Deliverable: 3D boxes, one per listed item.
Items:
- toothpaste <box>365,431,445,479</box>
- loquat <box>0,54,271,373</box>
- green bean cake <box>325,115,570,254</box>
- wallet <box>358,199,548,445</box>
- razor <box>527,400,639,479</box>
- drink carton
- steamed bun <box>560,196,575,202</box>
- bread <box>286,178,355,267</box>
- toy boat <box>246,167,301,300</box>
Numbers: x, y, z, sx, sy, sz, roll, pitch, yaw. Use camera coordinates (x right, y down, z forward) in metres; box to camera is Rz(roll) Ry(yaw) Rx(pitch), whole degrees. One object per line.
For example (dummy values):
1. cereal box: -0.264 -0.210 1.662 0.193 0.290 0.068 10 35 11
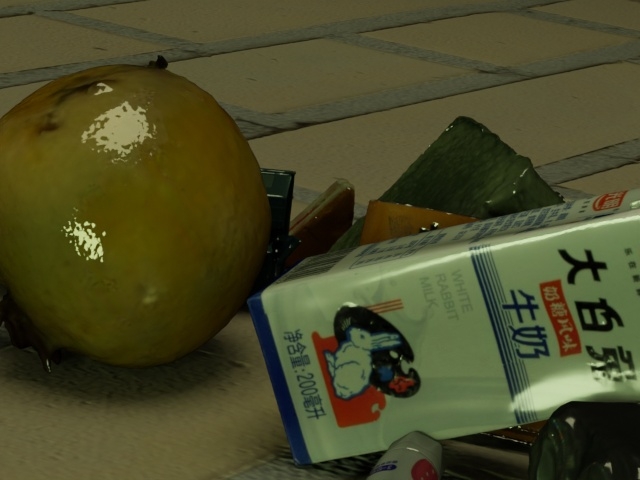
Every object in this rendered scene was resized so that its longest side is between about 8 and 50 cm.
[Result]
1. toothpaste: 0.036 0.176 1.215 0.067 0.043 0.194 12 23 12
2. loquat: -0.155 -0.012 1.489 0.243 0.244 0.244 4 16 -1
3. green bean cake: 0.100 0.004 1.560 0.094 0.185 0.183 38 5 -20
4. wallet: 0.111 0.058 1.427 0.195 0.161 0.042 12 -9 12
5. razor: 0.299 0.164 1.201 0.326 0.107 0.189 2 15 -10
6. drink carton: 0.122 0.051 1.315 0.315 0.131 0.106 -14 9 23
7. steamed bun: 0.182 0.013 1.690 0.182 0.106 0.183 5 18 -2
8. bread: 0.000 0.000 1.782 0.109 0.062 0.043 -38 16 4
9. toy boat: -0.167 -0.015 1.663 0.296 0.114 0.122 4 23 -5
